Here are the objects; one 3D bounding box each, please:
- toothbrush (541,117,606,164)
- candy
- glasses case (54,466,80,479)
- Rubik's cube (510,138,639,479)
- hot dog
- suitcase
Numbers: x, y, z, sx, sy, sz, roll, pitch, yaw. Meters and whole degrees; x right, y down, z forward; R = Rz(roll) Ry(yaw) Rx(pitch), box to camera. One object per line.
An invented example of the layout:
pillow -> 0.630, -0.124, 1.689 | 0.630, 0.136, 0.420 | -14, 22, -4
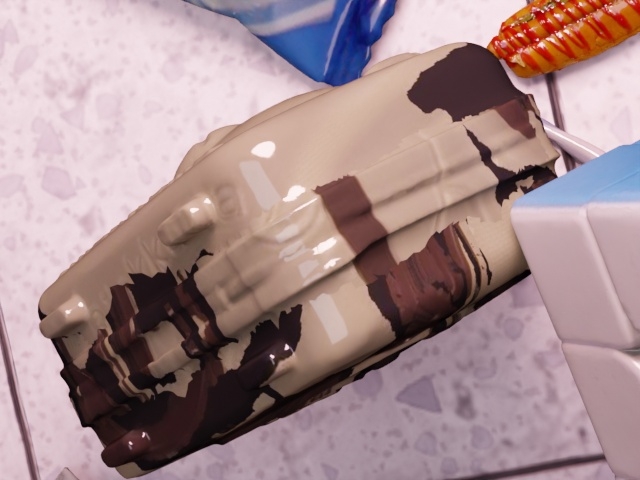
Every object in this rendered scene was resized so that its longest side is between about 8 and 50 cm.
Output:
toothbrush -> 0.246, -0.023, 1.342 | 0.269, 0.021, 0.027 | 35, 92, 14
candy -> -0.082, -0.258, 1.416 | 0.331, 0.077, 0.187 | 28, 105, 13
glasses case -> -0.130, 0.307, 1.466 | 0.308, 0.083, 0.128 | 30, 104, 15
Rubik's cube -> 0.338, 0.047, 1.091 | 0.292, 0.290, 0.291 | -25, 100, -22
hot dog -> 0.188, -0.163, 1.344 | 0.144, 0.038, 0.062 | -25, 86, 20
suitcase -> 0.000, 0.000, 1.276 | 0.351, 0.339, 0.194 | -33, 84, 52
